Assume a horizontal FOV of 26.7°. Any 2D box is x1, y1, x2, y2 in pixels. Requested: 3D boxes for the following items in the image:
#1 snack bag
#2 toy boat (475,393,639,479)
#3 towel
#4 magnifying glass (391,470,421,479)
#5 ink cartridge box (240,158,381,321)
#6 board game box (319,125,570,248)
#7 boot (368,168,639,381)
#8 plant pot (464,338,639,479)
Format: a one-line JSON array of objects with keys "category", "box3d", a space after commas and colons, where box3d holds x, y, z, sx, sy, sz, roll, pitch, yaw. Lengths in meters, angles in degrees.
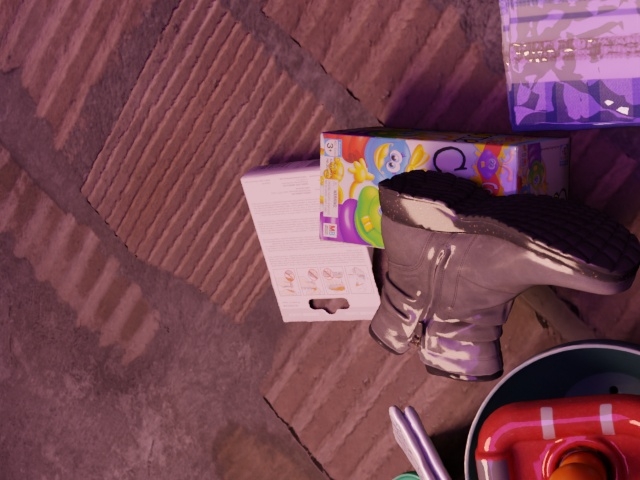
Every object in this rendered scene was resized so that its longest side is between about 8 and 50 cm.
[{"category": "snack bag", "box3d": [0.174, 0.357, 1.621, 0.037, 0.342, 0.323, -28, 75, -1]}, {"category": "toy boat", "box3d": [0.266, 0.241, 1.365, 0.231, 0.151, 0.151, -8, 97, 18]}, {"category": "towel", "box3d": [0.307, -0.272, 1.591, 0.209, 0.034, 0.285, 0, 99, 34]}, {"category": "magnifying glass", "box3d": [0.107, 0.420, 1.842, 0.092, 0.026, 0.231, 29, 113, 30]}, {"category": "ink cartridge box", "box3d": [0.000, 0.000, 1.858, 0.181, 0.056, 0.224, -3, 113, 36]}, {"category": "board game box", "box3d": [0.151, -0.062, 1.666, 0.275, 0.144, 0.142, 7, 102, 35]}, {"category": "boot", "box3d": [0.202, 0.061, 1.509, 0.338, 0.118, 0.222, 21, 120, 42]}, {"category": "plant pot", "box3d": [0.325, 0.237, 1.530, 0.290, 0.195, 0.290, 3, 100, 17]}]
